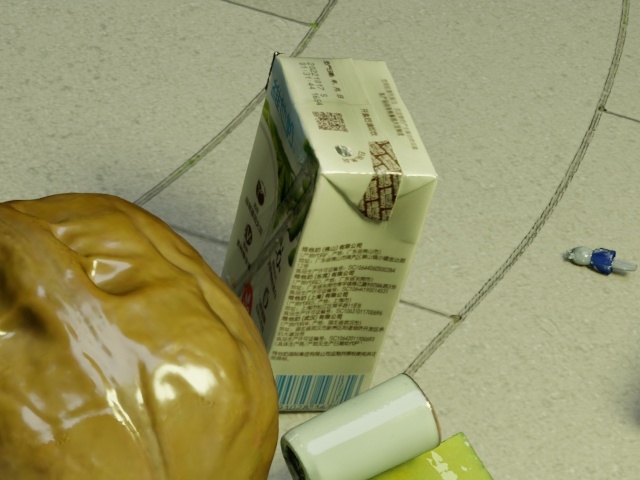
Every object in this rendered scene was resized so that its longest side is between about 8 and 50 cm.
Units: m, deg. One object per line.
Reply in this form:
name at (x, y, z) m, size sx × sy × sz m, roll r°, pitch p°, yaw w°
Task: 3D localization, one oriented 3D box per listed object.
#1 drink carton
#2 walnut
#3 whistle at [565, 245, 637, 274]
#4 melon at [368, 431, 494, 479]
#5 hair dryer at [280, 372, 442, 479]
drink carton at (0.000, 0.000, 1.705) m, size 0.132 × 0.325 × 0.194 m, roll 0°, pitch 41°, yaw -19°
walnut at (-0.225, 0.130, 1.501) m, size 0.354 × 0.308 × 0.398 m, roll -22°, pitch 50°, yaw -35°
whistle at (0.326, 0.022, 1.982) m, size 0.083 × 0.029 × 0.033 m, roll 15°, pitch 22°, yaw 18°
melon at (0.027, 0.281, 1.516) m, size 0.323 × 0.124 × 0.196 m, roll -15°, pitch 42°, yaw -23°
hair dryer at (0.014, 0.186, 1.579) m, size 0.131 × 0.236 × 0.073 m, roll -24°, pitch 88°, yaw -16°
